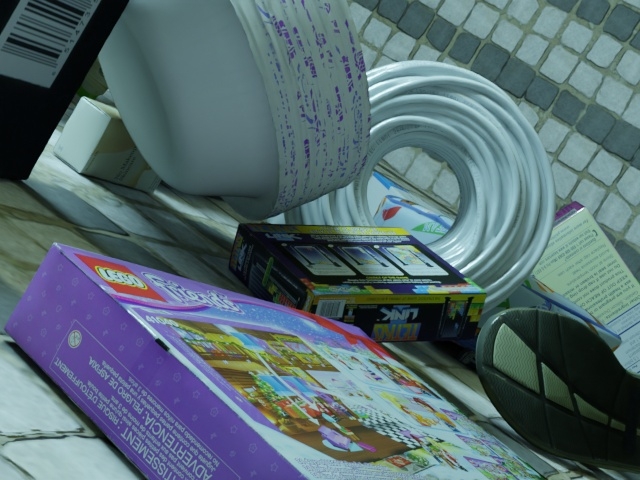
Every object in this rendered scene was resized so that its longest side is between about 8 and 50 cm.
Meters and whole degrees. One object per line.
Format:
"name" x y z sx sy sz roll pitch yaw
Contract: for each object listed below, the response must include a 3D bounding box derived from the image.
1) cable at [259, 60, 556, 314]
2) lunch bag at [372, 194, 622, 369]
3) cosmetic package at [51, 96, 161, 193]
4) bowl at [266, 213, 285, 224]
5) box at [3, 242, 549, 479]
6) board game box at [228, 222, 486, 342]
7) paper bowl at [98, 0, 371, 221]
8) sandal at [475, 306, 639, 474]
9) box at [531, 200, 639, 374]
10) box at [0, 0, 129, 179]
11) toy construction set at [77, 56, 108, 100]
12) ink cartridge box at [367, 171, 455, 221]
"cable" 0.091 -0.041 1.234 0.257 0.257 0.089 41 -6 -1
"lunch bag" 0.184 0.066 1.434 0.243 0.115 0.303 29 7 -31
"cosmetic package" -0.183 -0.085 1.166 0.041 0.060 0.115 36 10 26
"bowl" 0.000 0.000 1.353 0.142 0.053 0.142 30 7 -11
"box" -0.002 0.101 0.702 0.201 0.057 0.293 38 10 35
"board game box" 0.029 0.035 1.078 0.170 0.048 0.141 1 22 -31
"paper bowl" -0.088 -0.150 1.057 0.284 0.148 0.284 51 -24 34
"sandal" 0.247 0.157 1.199 0.302 0.120 0.086 28 -20 -33
"box" 0.364 0.080 1.692 0.243 0.117 0.213 56 9 2
"box" -0.331 -0.270 0.901 0.395 0.294 0.212 33 8 14
"toy construction set" -0.312 -0.293 1.505 0.327 0.151 0.215 33 44 0
"ink cartridge box" 0.155 0.003 1.797 0.203 0.086 0.148 28 9 -24
